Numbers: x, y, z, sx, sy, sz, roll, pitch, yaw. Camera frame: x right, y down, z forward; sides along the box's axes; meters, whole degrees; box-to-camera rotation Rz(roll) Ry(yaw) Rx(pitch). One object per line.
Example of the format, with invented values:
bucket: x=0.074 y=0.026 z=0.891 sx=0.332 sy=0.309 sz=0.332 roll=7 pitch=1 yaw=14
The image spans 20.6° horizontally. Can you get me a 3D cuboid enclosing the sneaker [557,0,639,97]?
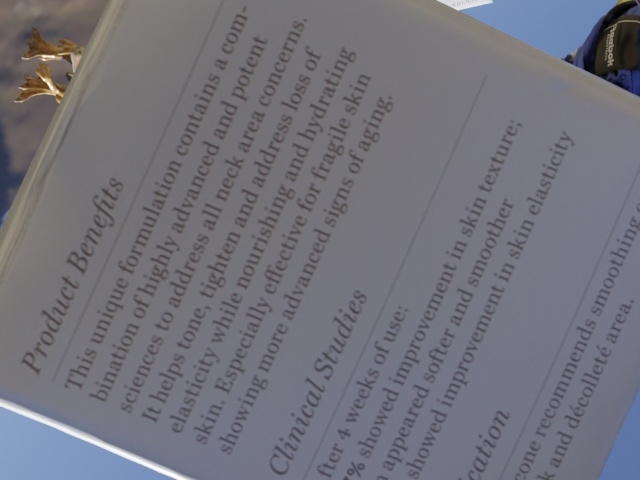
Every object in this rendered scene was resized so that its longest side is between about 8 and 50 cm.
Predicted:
sneaker: x=0.242 y=-0.134 z=1.521 sx=0.315 sy=0.182 sz=0.127 roll=4 pitch=-116 yaw=28

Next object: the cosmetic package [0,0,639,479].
cosmetic package: x=0.000 y=0.000 z=1.190 sx=0.329 sy=0.393 sz=0.327 roll=-65 pitch=-170 yaw=1

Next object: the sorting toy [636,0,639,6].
sorting toy: x=0.349 y=-0.159 z=1.200 sx=0.274 sy=0.046 sz=0.132 roll=-21 pitch=-130 yaw=-3

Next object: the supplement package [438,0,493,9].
supplement package: x=0.066 y=-0.347 z=1.842 sx=0.194 sy=0.203 sz=0.149 roll=-13 pitch=-129 yaw=1

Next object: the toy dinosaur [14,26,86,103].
toy dinosaur: x=-0.188 y=-0.127 z=1.456 sx=0.211 sy=0.112 sz=0.064 roll=-8 pitch=117 yaw=-81

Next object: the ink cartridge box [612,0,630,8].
ink cartridge box: x=0.249 y=-0.065 z=1.771 sx=0.304 sy=0.072 sz=0.307 roll=-54 pitch=-170 yaw=32
